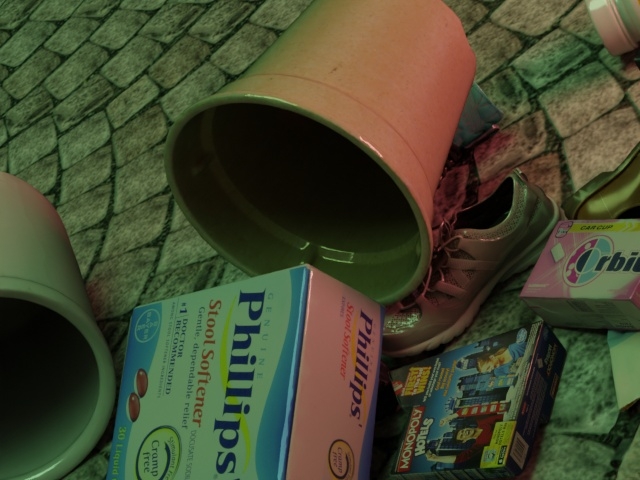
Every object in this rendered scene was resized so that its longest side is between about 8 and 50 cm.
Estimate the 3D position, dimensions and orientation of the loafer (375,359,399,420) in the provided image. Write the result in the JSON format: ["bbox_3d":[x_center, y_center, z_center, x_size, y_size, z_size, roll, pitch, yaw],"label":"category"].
[{"bbox_3d":[0.024,0.137,1.984,0.076,0.078,0.223,-42,34,-6],"label":"loafer"}]

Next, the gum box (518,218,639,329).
[{"bbox_3d":[0.318,0.036,1.803,0.188,0.062,0.107,-1,54,56],"label":"gum box"}]

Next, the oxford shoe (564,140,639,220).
[{"bbox_3d":[0.388,-0.073,1.915,0.212,0.076,0.076,-42,56,3],"label":"oxford shoe"}]

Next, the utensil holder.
[{"bbox_3d":[-0.471,0.115,2.261,0.327,0.328,0.385,-36,32,3],"label":"utensil holder"}]

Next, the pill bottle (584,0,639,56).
[{"bbox_3d":[0.446,-0.320,2.088,0.208,0.119,0.119,-23,37,21],"label":"pill bottle"}]

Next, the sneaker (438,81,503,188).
[{"bbox_3d":[0.150,-0.126,2.146,0.178,0.124,0.296,-31,32,28],"label":"sneaker"}]

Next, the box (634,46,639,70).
[{"bbox_3d":[0.465,-0.160,1.805,0.153,0.207,0.108,9,56,47],"label":"box"}]

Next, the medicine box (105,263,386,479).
[{"bbox_3d":[-0.086,0.194,1.879,0.289,0.149,0.264,-16,57,39],"label":"medicine box"}]

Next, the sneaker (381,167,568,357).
[{"bbox_3d":[0.156,0.021,1.962,0.281,0.115,0.105,-42,34,-5],"label":"sneaker"}]

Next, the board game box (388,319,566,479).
[{"bbox_3d":[0.154,0.190,1.819,0.194,0.060,0.194,-11,43,37],"label":"board game box"}]

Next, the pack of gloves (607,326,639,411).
[{"bbox_3d":[0.392,0.067,1.775,0.195,0.046,0.232,-37,29,23],"label":"pack of gloves"}]

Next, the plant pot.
[{"bbox_3d":[0.033,-0.141,1.955,0.333,0.334,0.305,-5,41,39],"label":"plant pot"}]
